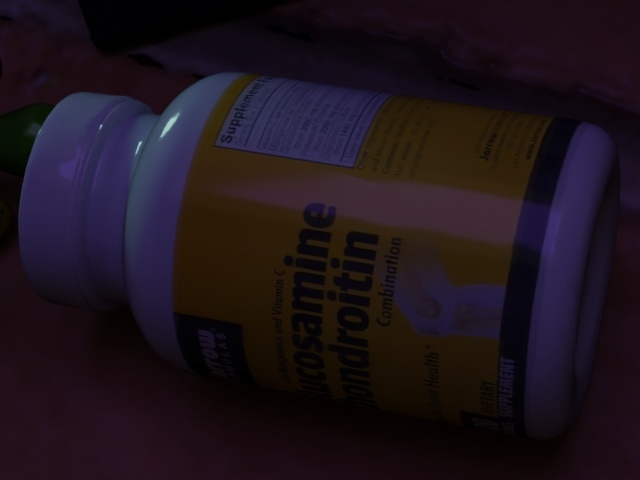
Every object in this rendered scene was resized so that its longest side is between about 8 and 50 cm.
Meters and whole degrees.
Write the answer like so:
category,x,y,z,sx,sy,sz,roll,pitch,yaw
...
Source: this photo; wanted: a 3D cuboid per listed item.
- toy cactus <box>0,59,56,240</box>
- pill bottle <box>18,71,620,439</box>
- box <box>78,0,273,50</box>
category,x,y,z,sx,sy,sz,roll,pitch,yaw
toy cactus,-0.206,-0.022,0.598,0.219,0.112,0.180,-32,46,-3
pill bottle,0.000,0.000,0.536,0.184,0.103,0.103,9,57,16
box,0.026,-0.278,0.603,0.343,0.312,0.179,-17,54,-3
